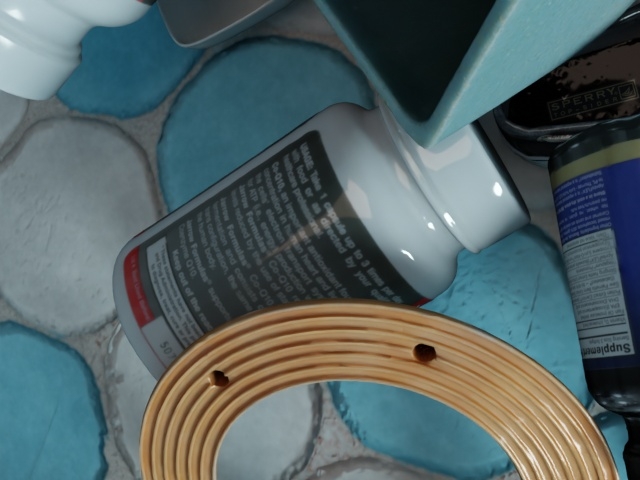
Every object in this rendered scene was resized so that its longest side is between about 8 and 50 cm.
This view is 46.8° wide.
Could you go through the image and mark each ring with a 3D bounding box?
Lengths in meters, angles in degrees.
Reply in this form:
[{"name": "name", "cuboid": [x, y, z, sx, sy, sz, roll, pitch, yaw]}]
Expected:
[{"name": "ring", "cuboid": [0.034, 0.178, 0.525, 0.336, 0.032, 0.336, 5, 119, 9]}]

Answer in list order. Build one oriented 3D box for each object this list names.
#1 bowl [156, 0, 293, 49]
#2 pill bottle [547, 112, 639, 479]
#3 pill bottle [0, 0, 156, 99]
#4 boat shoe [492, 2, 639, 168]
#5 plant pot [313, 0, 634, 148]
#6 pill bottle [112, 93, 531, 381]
[{"name": "bowl", "cuboid": [-0.081, -0.250, 0.665, 0.142, 0.053, 0.142, -25, 78, 20]}, {"name": "pill bottle", "cuboid": [0.220, 0.038, 0.457, 0.123, 0.123, 0.219, -11, 78, 21]}, {"name": "pill bottle", "cuboid": [-0.174, -0.301, 0.565, 0.210, 0.210, 0.363, 45, 103, 18]}, {"name": "boat shoe", "cuboid": [0.262, -0.128, 0.491, 0.301, 0.102, 0.108, -14, 81, 21]}, {"name": "plant pot", "cuboid": [0.125, -0.249, 0.407, 0.252, 0.248, 0.247, -25, 73, -22]}, {"name": "pill bottle", "cuboid": [0.000, 0.000, 0.558, 0.283, 0.161, 0.161, -31, 76, 17]}]
